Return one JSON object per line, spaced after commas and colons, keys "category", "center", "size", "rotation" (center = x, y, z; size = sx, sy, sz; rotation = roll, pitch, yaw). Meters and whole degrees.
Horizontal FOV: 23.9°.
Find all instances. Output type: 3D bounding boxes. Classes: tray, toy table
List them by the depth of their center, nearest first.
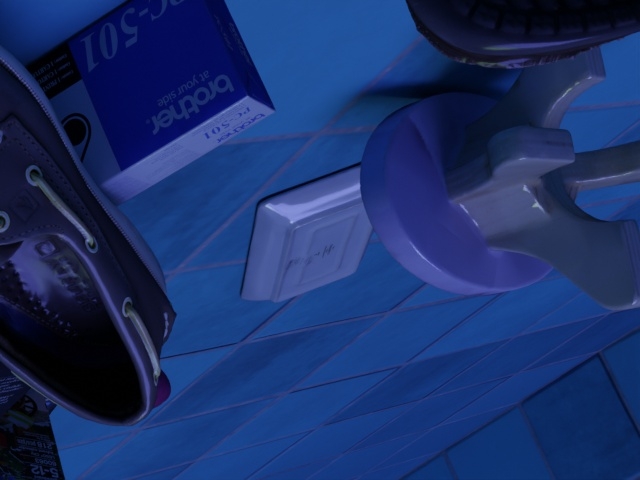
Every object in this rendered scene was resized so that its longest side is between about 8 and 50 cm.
{"category": "toy table", "center": [0.178, -0.056, 1.249], "size": [0.161, 0.252, 0.274], "rotation": [-17, -179, 41]}
{"category": "tray", "center": [0.000, 0.000, 1.480], "size": [0.145, 0.030, 0.270], "rotation": [-20, 163, -13]}

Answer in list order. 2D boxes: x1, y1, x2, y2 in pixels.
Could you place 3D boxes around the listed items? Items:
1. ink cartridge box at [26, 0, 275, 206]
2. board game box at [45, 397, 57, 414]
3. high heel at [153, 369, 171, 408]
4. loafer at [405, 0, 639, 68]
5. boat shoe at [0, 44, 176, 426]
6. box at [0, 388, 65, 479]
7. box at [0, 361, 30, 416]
{"category": "ink cartridge box", "center": [-0.139, -0.074, 0.942], "size": [0.207, 0.097, 0.046], "rotation": [-29, 163, 16]}
{"category": "board game box", "center": [-0.277, 0.097, 1.319], "size": [0.194, 0.060, 0.194], "rotation": [-41, 152, 28]}
{"category": "high heel", "center": [-0.185, 0.059, 1.222], "size": [0.244, 0.082, 0.117], "rotation": [32, 102, -40]}
{"category": "loafer", "center": [0.197, -0.186, 0.983], "size": [0.366, 0.133, 0.130], "rotation": [-22, 169, -28]}
{"category": "boat shoe", "center": [-0.186, -0.011, 0.850], "size": [0.117, 0.096, 0.324], "rotation": [-24, 134, 11]}
{"category": "box", "center": [-0.315, 0.158, 1.161], "size": [0.233, 0.159, 0.044], "rotation": [14, 120, -32]}
{"category": "box", "center": [-0.278, 0.054, 1.043], "size": [0.108, 0.153, 0.207], "rotation": [-8, 155, -43]}
